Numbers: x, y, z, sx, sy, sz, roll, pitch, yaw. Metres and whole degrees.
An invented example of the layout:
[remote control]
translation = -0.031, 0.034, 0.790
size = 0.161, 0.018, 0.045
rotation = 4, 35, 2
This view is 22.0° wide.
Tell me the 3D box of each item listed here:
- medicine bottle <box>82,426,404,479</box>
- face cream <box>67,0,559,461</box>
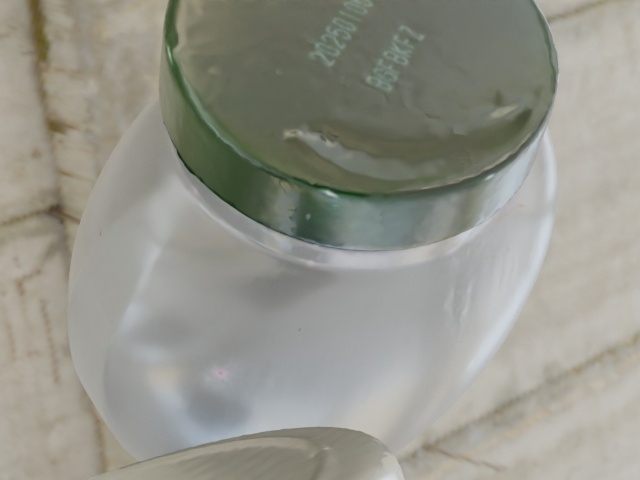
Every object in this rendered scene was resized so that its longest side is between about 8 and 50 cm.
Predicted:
[medicine bottle]
translation = -0.049, 0.204, 0.508
size = 0.238, 0.238, 0.232
rotation = -22, -84, -35
[face cream]
translation = 0.000, 0.000, 0.982
size = 0.312, 0.219, 0.357
rotation = -22, -29, -24
